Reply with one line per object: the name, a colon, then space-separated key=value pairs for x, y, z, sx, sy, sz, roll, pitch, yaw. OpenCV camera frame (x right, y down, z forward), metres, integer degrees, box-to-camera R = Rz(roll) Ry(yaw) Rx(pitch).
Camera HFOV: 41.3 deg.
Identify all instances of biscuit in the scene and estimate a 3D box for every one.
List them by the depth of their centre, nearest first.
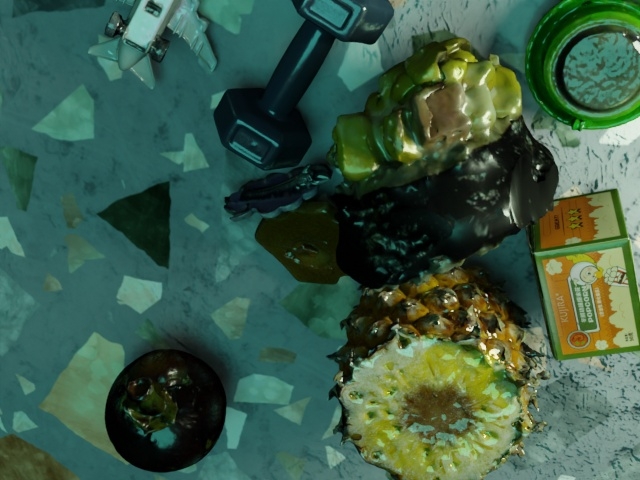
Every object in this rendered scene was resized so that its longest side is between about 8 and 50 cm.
biscuit: x=0.001 y=-0.002 z=1.421 sx=0.215 sy=0.034 sz=0.182 roll=-20 pitch=125 yaw=42

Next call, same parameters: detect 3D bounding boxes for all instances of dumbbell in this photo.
dumbbell: x=-0.031 y=-0.260 z=1.264 sx=0.143 sy=0.156 sz=0.316 roll=47 pitch=122 yaw=21

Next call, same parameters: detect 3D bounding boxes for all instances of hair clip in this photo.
hair clip: x=-0.074 y=-0.084 z=1.377 sx=0.195 sy=0.124 sz=0.052 roll=-15 pitch=118 yaw=20

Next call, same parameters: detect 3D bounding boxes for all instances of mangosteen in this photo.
mangosteen: x=-0.300 y=0.310 z=1.560 sx=0.231 sy=0.289 sz=0.231 roll=-3 pitch=75 yaw=12

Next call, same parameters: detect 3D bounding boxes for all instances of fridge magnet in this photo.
fridge magnet: x=0.395 y=-0.252 z=1.199 sx=0.208 sy=0.088 sz=0.208 roll=6 pitch=119 yaw=10

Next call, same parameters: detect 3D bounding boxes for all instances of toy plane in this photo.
toy plane: x=-0.252 y=-0.352 z=1.287 sx=0.251 sy=0.101 sz=0.255 roll=28 pitch=121 yaw=-17

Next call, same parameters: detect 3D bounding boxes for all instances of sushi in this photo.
sushi: x=0.145 y=-0.114 z=1.219 sx=0.329 sy=0.328 sz=0.285 roll=-22 pitch=99 yaw=39

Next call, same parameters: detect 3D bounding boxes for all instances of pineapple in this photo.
pineapple: x=0.189 y=0.200 z=1.370 sx=0.352 sy=0.300 sz=0.352 roll=6 pitch=119 yaw=11

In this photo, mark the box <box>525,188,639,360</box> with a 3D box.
box: x=0.408 y=0.052 z=1.310 sx=0.148 sy=0.177 sz=0.195 roll=-9 pitch=115 yaw=18
